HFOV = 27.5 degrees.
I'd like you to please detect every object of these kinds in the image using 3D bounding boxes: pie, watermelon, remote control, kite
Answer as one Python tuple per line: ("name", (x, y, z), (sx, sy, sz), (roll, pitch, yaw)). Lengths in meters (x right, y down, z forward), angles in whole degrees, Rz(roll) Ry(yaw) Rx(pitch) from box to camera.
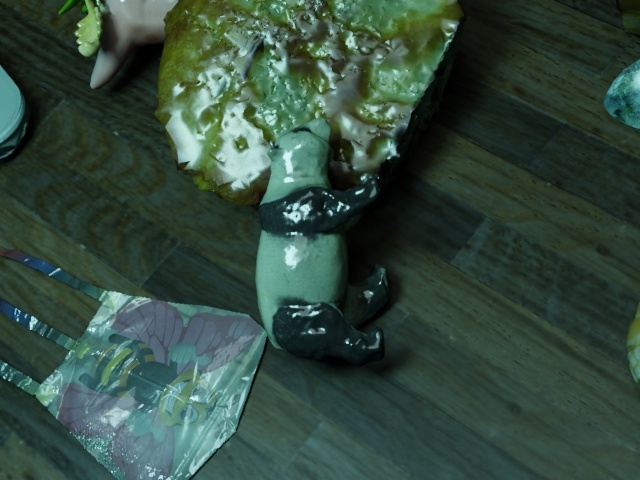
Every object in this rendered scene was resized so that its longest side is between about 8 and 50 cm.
("pie", (-0.017, -0.193, 1.310), (0.288, 0.103, 0.355), (23, 79, 12))
("watermelon", (0.316, -0.142, 1.259), (0.085, 0.085, 0.061), (23, 28, 27))
("remote control", (-0.412, -0.176, 1.484), (0.104, 0.052, 0.247), (-36, 56, -9))
("kite", (-0.229, 0.111, 1.273), (0.360, 0.022, 0.204), (20, 66, 25))

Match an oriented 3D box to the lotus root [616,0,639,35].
("lotus root", (0.378, -0.290, 1.232), (0.180, 0.199, 0.188), (13, 78, 22))

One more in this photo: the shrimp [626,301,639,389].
("shrimp", (0.363, 0.064, 1.112), (0.217, 0.051, 0.150), (-20, 49, 8))

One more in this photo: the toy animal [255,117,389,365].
("toy animal", (0.000, 0.000, 1.199), (0.121, 0.094, 0.225), (-2, 93, 6))

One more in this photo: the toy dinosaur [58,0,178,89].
("toy dinosaur", (-0.184, -0.236, 1.433), (0.194, 0.152, 0.177), (-37, 85, -15))
